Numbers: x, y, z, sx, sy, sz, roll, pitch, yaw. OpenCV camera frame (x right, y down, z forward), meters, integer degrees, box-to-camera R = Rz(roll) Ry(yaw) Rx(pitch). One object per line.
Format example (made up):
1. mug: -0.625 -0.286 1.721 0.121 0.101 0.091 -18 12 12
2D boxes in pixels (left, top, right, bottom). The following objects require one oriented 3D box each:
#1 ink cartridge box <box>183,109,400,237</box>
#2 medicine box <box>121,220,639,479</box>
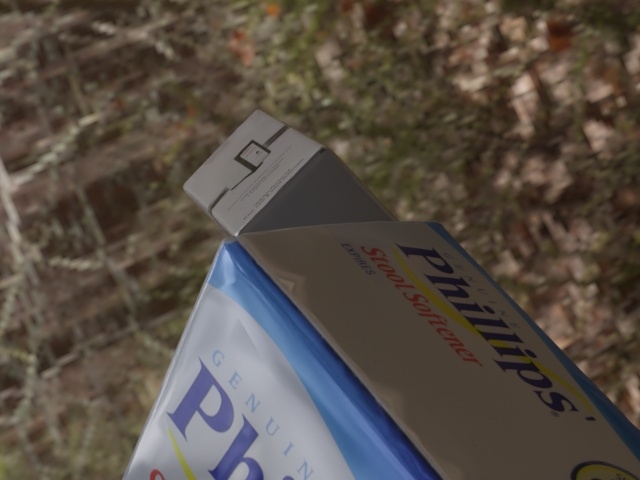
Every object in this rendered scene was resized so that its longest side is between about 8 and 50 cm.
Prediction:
1. ink cartridge box: 0.000 0.000 1.267 0.148 0.086 0.203 45 177 -16
2. medicine box: 0.028 0.181 0.905 0.263 0.149 0.289 48 128 36
